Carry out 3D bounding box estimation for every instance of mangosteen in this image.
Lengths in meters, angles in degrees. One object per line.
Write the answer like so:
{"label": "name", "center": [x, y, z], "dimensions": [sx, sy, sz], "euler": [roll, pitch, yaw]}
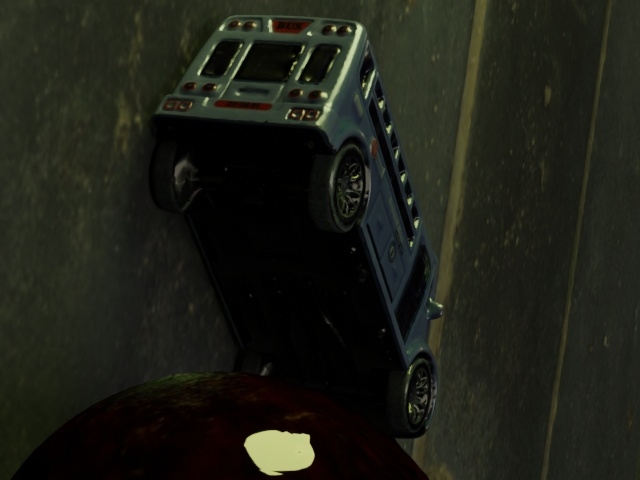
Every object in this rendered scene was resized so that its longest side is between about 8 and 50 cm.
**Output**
{"label": "mangosteen", "center": [-0.082, 0.224, 0.944], "dimensions": [0.306, 0.360, 0.306], "euler": [169, -90, -84]}

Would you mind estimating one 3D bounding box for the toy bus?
{"label": "toy bus", "center": [0.000, 0.000, 1.190], "dimensions": [0.292, 0.126, 0.133], "euler": [71, 35, -44]}
